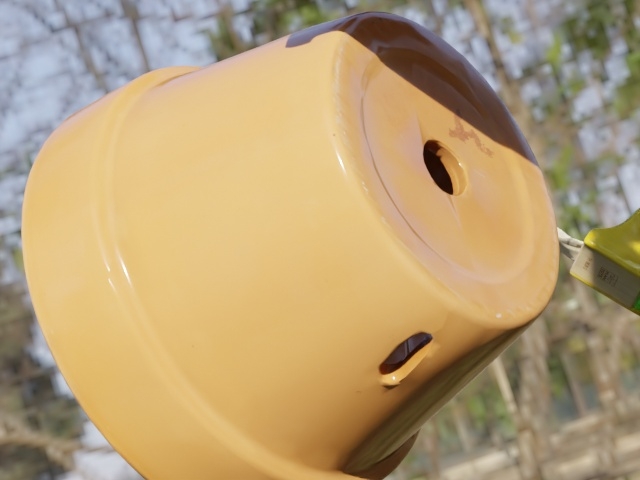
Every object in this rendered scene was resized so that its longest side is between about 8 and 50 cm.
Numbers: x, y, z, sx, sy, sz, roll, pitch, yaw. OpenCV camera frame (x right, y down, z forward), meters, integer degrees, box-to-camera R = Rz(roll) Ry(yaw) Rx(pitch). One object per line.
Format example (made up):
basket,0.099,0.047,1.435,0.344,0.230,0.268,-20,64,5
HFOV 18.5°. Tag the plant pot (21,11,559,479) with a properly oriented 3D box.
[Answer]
plant pot,0.000,0.000,1.148,0.203,0.291,0.291,-31,-17,34

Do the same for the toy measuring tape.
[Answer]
toy measuring tape,0.284,-0.014,1.883,0.121,0.330,0.121,-56,-10,-15
